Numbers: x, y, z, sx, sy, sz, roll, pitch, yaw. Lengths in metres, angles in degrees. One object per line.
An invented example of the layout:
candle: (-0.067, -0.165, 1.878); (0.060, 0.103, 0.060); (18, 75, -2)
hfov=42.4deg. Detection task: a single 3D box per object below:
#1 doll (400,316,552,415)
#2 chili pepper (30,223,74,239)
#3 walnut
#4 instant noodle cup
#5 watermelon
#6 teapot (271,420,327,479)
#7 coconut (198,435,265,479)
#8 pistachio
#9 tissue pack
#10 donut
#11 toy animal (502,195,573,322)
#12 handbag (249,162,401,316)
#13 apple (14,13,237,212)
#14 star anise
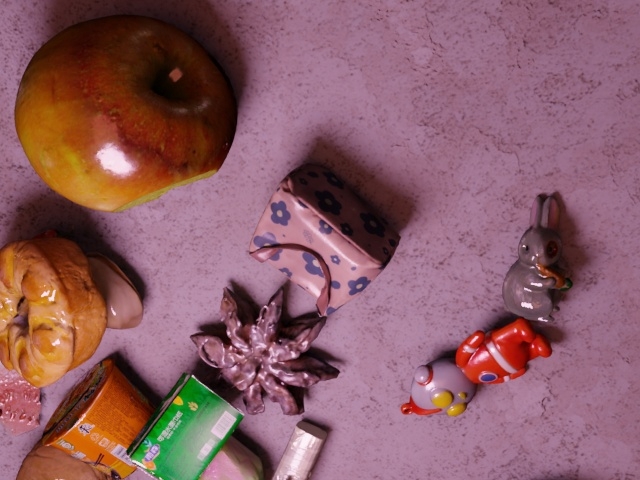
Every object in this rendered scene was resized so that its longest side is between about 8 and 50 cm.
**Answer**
doll: (0.302, 0.273, 1.683); (0.336, 0.105, 0.200); (-33, 133, 20)
chili pepper: (-0.599, 0.016, 1.751); (0.191, 0.059, 0.050); (-25, 110, 14)
walnut: (-0.578, 0.553, 1.889); (0.228, 0.228, 0.228); (3, 112, 8)
instant noodle cup: (-0.463, 0.399, 1.808); (0.230, 0.230, 0.182); (-40, 111, 21)
watermelon: (-0.703, 0.352, 1.899); (0.154, 0.094, 0.241); (-5, 112, 0)
teapot: (-0.059, 0.508, 1.813); (0.077, 0.107, 0.200); (24, 98, 8)
coconut: (-0.241, 0.531, 1.828); (0.236, 0.204, 0.235); (6, 123, 9)
pistachio: (-0.447, 0.109, 1.731); (0.124, 0.124, 0.185); (-24, 105, 17)
tissue pack: (-0.287, 0.401, 1.727); (0.148, 0.156, 0.209); (39, 76, -10)
donut: (-0.556, 0.137, 1.648); (0.317, 0.150, 0.299); (9, 111, 44)
toy animal: (0.410, 0.041, 1.580); (0.138, 0.108, 0.236); (-1, 111, 25)
handbag: (0.000, 0.000, 1.589); (0.251, 0.190, 0.193); (40, 118, 0)
apple: (-0.353, -0.215, 1.501); (0.384, 0.374, 0.374); (16, 121, -41)
star anise: (-0.121, 0.246, 1.740); (0.332, 0.117, 0.331); (6, 116, 12)
